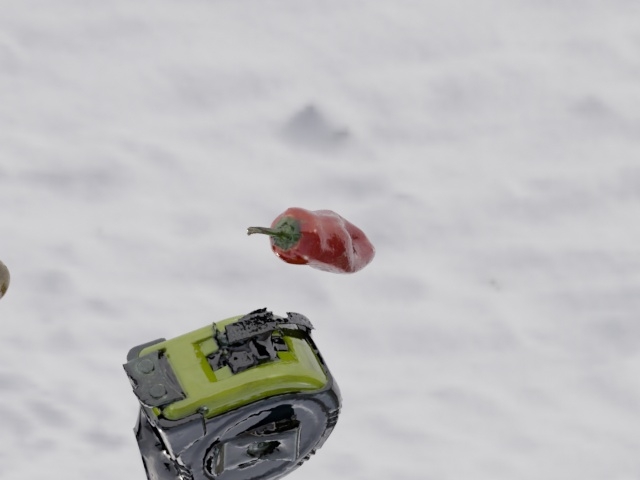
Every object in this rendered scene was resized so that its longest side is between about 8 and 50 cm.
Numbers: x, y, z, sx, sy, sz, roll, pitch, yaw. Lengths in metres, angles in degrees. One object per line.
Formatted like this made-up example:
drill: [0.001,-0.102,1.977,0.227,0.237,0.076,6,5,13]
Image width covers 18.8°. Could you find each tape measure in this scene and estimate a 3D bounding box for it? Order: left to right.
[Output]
tape measure: [-0.072,0.146,1.689,0.186,0.112,0.199,-22,147,-16]

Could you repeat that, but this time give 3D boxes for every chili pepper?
chili pepper: [0.001,0.000,1.656,0.050,0.059,0.191,-41,157,22]

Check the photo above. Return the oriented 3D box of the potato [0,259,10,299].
potato: [-0.334,0.045,1.866,0.040,0.083,0.051,-25,101,48]
